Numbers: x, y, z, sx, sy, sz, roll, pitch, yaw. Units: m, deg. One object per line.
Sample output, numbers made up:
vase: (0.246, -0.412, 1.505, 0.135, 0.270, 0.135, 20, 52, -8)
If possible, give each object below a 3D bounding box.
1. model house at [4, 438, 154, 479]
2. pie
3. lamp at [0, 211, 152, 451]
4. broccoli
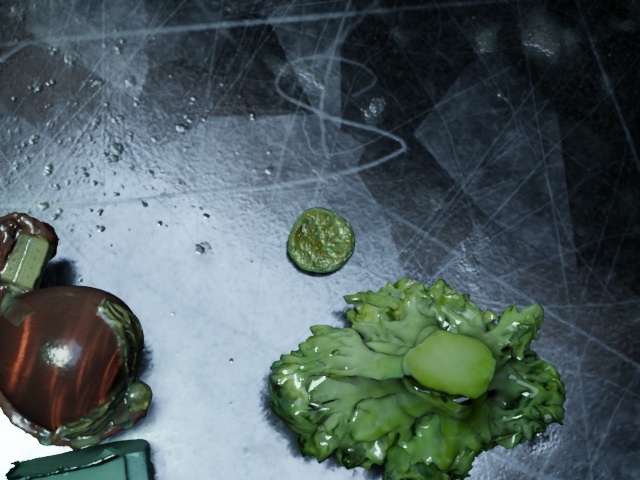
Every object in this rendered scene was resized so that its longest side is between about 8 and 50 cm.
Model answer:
model house: (-0.237, 0.289, 0.910, 0.148, 0.119, 0.148, -8, 87, -11)
pie: (0.001, 0.002, 1.058, 0.084, 0.021, 0.084, 3, 72, -10)
lamp: (-0.268, 0.097, 0.910, 0.223, 0.151, 0.215, 25, 74, -19)
broccoli: (0.105, 0.134, 0.922, 0.288, 0.245, 0.248, -29, 72, -19)
